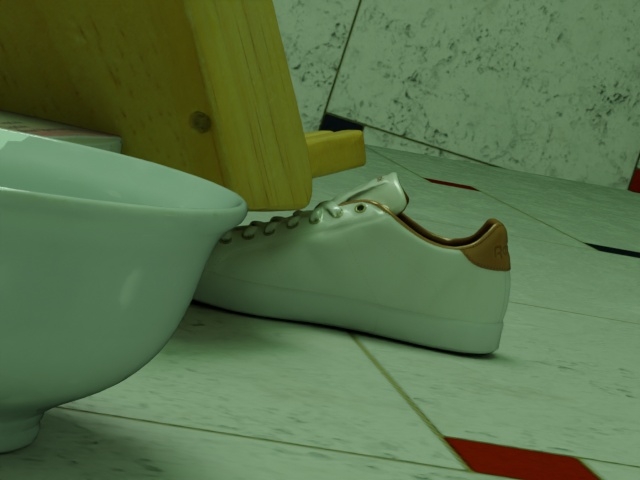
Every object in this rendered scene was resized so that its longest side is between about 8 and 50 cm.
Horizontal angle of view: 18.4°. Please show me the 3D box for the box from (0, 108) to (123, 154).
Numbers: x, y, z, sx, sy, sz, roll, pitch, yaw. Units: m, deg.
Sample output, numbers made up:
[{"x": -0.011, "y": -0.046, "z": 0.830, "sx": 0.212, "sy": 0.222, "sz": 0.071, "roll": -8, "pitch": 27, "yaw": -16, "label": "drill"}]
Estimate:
[{"x": -0.263, "y": -0.028, "z": 1.243, "sx": 0.232, "sy": 0.126, "sz": 0.148, "roll": 13, "pitch": 7, "yaw": 15, "label": "box"}]

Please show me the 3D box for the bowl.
[{"x": -0.191, "y": 0.017, "z": 0.929, "sx": 0.298, "sy": 0.134, "sz": 0.298, "roll": 11, "pitch": 7, "yaw": -1, "label": "bowl"}]

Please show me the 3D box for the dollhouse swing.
[{"x": -0.168, "y": -0.143, "z": 1.435, "sx": 0.347, "sy": 0.315, "sz": 0.305, "roll": -4, "pitch": 21, "yaw": 26, "label": "dollhouse swing"}]

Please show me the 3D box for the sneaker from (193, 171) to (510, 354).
[{"x": 0.000, "y": 0.000, "z": 1.480, "sx": 0.290, "sy": 0.123, "sz": 0.106, "roll": 9, "pitch": 8, "yaw": -2, "label": "sneaker"}]
